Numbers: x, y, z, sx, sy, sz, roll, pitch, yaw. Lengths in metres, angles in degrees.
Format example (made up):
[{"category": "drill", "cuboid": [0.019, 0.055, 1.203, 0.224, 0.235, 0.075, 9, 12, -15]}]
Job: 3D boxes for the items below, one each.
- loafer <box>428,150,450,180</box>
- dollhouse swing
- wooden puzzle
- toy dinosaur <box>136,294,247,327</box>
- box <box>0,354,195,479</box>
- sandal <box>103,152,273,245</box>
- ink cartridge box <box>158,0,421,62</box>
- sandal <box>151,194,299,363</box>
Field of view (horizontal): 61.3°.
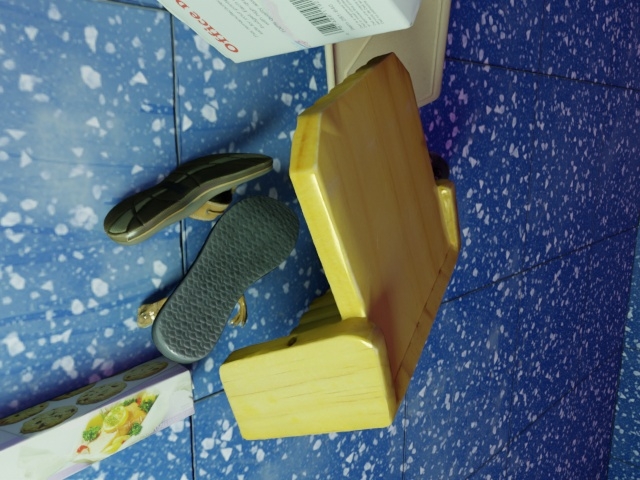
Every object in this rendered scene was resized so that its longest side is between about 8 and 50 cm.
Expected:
[{"category": "loafer", "cuboid": [0.144, -0.105, 0.920, 0.302, 0.095, 0.109, -7, 104, -44]}, {"category": "dollhouse swing", "cuboid": [0.000, 0.000, 0.671, 0.305, 0.315, 0.347, 57, 38, -16]}, {"category": "wooden puzzle", "cuboid": [0.099, -0.269, 0.804, 0.238, 0.044, 0.221, -32, 146, -19]}, {"category": "toy dinosaur", "cuboid": [-0.133, 0.056, 0.698, 0.211, 0.064, 0.112, -42, 124, -32]}, {"category": "box", "cuboid": [-0.288, 0.213, 0.572, 0.323, 0.067, 0.063, -17, 109, -41]}, {"category": "sandal", "cuboid": [-0.149, -0.047, 0.644, 0.219, 0.089, 0.060, -40, 134, -34]}, {"category": "ink cartridge box", "cuboid": [-0.054, -0.302, 0.550, 0.201, 0.278, 0.117, 31, 73, -44]}, {"category": "sandal", "cuboid": [-0.117, 0.035, 0.662, 0.097, 0.054, 0.255, 44, 54, -9]}]
